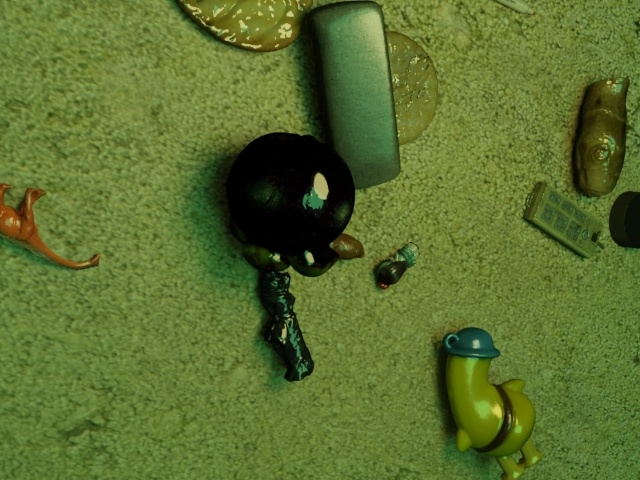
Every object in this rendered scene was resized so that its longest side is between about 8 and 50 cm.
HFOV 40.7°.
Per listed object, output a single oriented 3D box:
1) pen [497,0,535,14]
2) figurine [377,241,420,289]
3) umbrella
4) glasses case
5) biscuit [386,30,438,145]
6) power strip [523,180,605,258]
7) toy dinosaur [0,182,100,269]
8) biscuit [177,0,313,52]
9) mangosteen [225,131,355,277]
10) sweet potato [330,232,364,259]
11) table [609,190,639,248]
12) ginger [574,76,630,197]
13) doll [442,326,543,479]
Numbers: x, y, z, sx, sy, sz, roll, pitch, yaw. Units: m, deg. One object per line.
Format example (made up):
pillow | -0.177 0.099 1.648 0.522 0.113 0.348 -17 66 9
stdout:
pen | 0.358 -0.492 1.730 0.218 0.026 0.026 14 89 -34
figurine | 0.150 0.048 1.660 0.106 0.047 0.060 -39 151 -31
umbrella | -0.071 0.137 1.519 0.071 0.080 0.224 -13 102 6
glasses case | 0.062 -0.253 1.513 0.131 0.074 0.323 -12 110 -10
biscuit | 0.135 -0.282 1.611 0.219 0.033 0.220 -5 99 -31
power strip | 0.551 -0.037 1.910 0.268 0.034 0.092 29 80 -32
toy dinosaur | -0.437 -0.031 1.265 0.279 0.055 0.102 21 94 -35
biscuit | -0.125 -0.414 1.423 0.259 0.041 0.203 -6 103 -31
mangosteen | -0.051 -0.059 1.410 0.242 0.243 0.243 -5 99 -32
sweet potato | 0.000 0.000 1.553 0.194 0.056 0.057 21 85 -27
table | 0.738 -0.048 2.025 0.133 0.043 0.134 -4 98 -32
ginger | 0.615 -0.223 1.883 0.116 0.109 0.263 7 92 -31
doll | 0.339 0.337 1.765 0.199 0.145 0.363 -36 108 -18
